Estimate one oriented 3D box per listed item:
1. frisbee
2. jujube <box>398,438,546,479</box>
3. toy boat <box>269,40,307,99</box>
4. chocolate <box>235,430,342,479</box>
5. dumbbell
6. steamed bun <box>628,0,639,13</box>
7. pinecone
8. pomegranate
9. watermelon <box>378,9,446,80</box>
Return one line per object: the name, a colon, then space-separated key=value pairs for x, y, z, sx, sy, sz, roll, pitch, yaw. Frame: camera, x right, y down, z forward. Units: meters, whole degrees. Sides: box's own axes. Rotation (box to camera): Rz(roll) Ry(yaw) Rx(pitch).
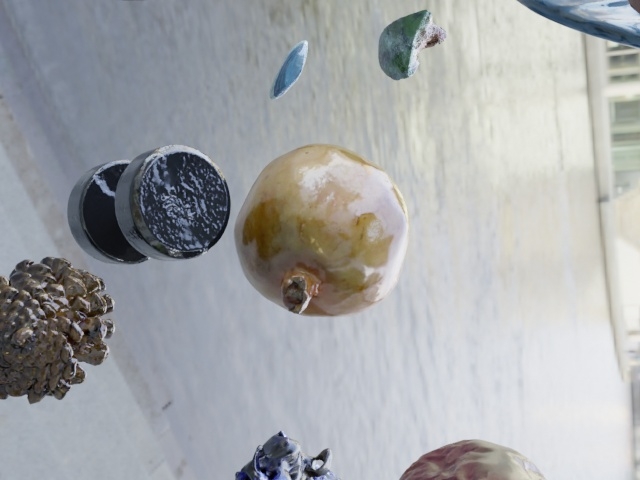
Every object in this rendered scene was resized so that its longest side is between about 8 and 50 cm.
frisbee: x=0.317 y=-0.235 z=0.825 sx=0.289 sy=0.290 sz=0.049 roll=-58 pitch=160 yaw=-58
jujube: x=0.199 y=0.364 z=1.126 sx=0.318 sy=0.223 sz=0.223 roll=72 pitch=19 yaw=-80
toy boat: x=-0.063 y=-0.278 z=1.472 sx=0.034 sy=0.149 sz=0.105 roll=31 pitch=72 yaw=-17
chocolate: x=-0.047 y=0.386 z=1.448 sx=0.126 sy=0.148 sz=0.343 roll=52 pitch=-3 yaw=36
dumbbell: x=-0.239 y=-0.044 z=1.211 sx=0.153 sy=0.218 sz=0.152 roll=3 pitch=86 yaw=-38
steamed bun: x=0.254 y=-0.119 z=0.209 sx=0.379 sy=0.248 sz=0.235 roll=49 pitch=-4 yaw=30
pinecone: x=-0.347 y=0.109 z=1.100 sx=0.195 sy=0.179 sz=0.150 roll=-65 pitch=173 yaw=-46
pomegranate: x=0.000 y=0.000 z=1.252 sx=0.270 sy=0.252 sz=0.229 roll=-56 pitch=177 yaw=-44
watermelon: x=0.134 y=-0.303 z=1.413 sx=0.080 sy=0.155 sz=0.101 roll=8 pitch=90 yaw=-41
